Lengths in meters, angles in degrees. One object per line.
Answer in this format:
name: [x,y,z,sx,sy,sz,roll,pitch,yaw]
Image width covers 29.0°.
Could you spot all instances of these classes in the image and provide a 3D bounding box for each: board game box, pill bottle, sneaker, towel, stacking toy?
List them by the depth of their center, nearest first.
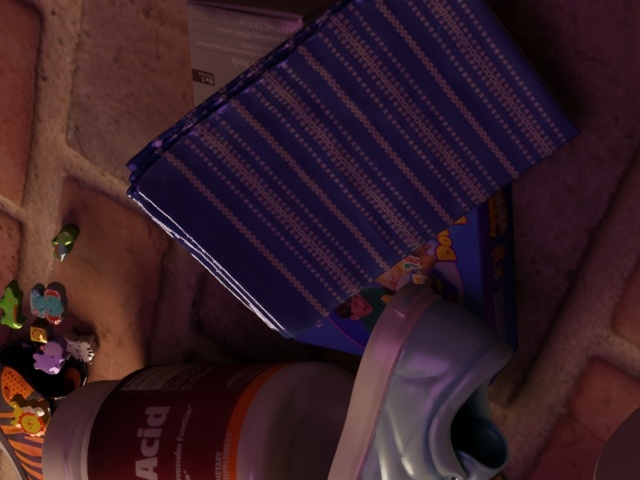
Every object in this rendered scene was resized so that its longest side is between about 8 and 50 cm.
towel: [0.029,-0.073,1.069,0.336,0.040,0.243,-36,120,12]
sneaker: [0.102,0.224,1.228,0.150,0.135,0.366,27,131,25]
board game box: [0.069,-0.040,1.233,0.233,0.078,0.347,11,123,30]
pill bottle: [-0.138,0.256,1.457,0.392,0.224,0.224,-7,113,41]
stacking toy: [-0.337,0.110,1.553,0.052,0.167,0.221,9,121,10]
sneaker: [-0.352,0.272,1.696,0.321,0.124,0.180,46,134,2]

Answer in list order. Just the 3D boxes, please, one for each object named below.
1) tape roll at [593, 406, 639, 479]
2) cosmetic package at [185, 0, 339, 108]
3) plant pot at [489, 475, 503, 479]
tape roll: [0.376,0.197,1.025,0.286,0.286,0.100,-14,109,40]
cosmetic package: [-0.041,-0.115,1.140,0.127,0.107,0.238,12,121,25]
plant pot: [0.167,0.318,1.392,0.083,0.081,0.081,-10,112,53]
